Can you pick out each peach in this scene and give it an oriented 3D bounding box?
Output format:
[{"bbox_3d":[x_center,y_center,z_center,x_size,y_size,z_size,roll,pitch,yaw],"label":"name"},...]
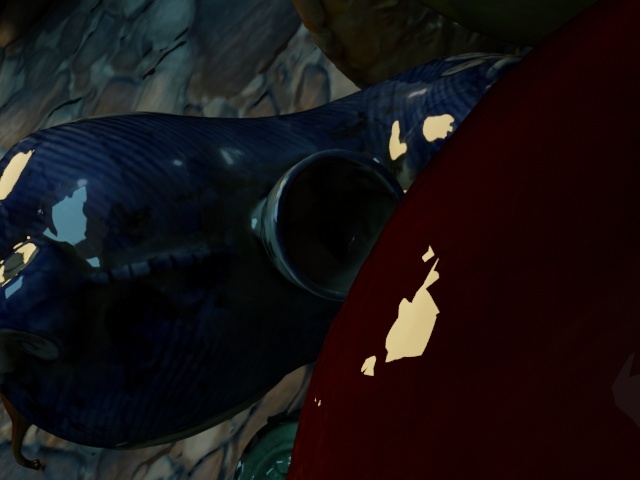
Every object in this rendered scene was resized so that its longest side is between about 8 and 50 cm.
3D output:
[{"bbox_3d":[0.179,0.057,0.452,0.406,0.310,0.335,-3,62,31],"label":"peach"}]

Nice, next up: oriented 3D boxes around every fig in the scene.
[{"bbox_3d":[-0.156,0.084,1.027,0.050,0.050,0.083,8,89,48],"label":"fig"}]

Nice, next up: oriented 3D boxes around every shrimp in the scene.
[{"bbox_3d":[0.024,-0.173,0.829,0.143,0.251,0.052,-42,38,-9],"label":"shrimp"}]

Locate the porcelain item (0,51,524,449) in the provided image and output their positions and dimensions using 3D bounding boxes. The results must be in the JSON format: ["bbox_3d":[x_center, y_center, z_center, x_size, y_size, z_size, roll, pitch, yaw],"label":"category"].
[{"bbox_3d":[0.000,0.000,0.745,0.186,0.288,0.138,162,95,-77],"label":"porcelain item"}]

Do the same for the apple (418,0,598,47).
[{"bbox_3d":[0.140,-0.211,0.650,0.312,0.320,0.360,40,58,22],"label":"apple"}]

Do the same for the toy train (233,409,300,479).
[{"bbox_3d":[-0.022,0.190,0.785,0.285,0.116,0.177,-33,58,29],"label":"toy train"}]
